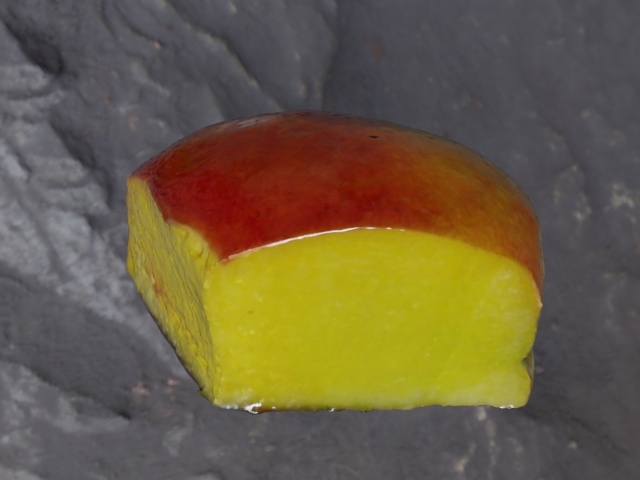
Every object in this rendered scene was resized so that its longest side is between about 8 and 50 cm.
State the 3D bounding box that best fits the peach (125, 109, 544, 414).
[{"bbox_3d":[0.000,0.000,1.027,0.306,0.380,0.242,-87,174,-62],"label":"peach"}]
